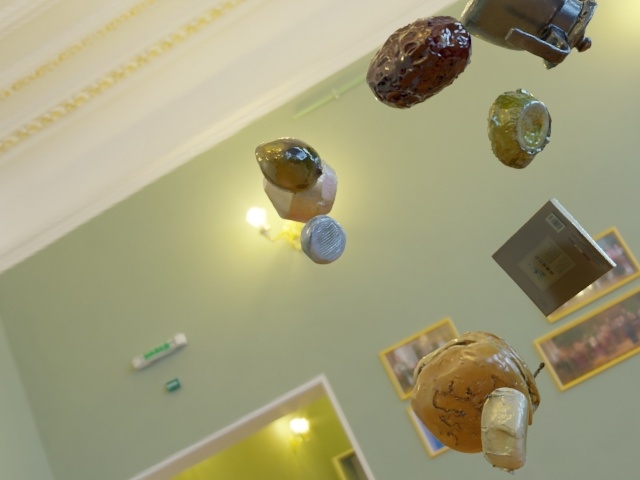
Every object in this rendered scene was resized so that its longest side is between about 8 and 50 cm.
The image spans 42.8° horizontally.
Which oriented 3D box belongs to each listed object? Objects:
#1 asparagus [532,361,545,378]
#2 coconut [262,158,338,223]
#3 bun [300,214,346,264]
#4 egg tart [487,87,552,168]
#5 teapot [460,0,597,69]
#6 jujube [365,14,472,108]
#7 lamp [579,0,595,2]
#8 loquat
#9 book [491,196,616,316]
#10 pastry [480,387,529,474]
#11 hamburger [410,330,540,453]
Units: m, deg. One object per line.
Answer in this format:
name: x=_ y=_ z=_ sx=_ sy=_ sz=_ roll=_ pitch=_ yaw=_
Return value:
asparagus: x=0.566 y=0.343 z=2.126 sx=0.016 sy=0.013 sz=0.166 roll=-49 pitch=-18 yaw=-16
coconut: x=-0.070 y=-0.161 z=2.577 sx=0.236 sy=0.197 sz=0.237 roll=-4 pitch=-42 yaw=-4
bun: x=0.000 y=0.000 z=2.247 sx=0.140 sy=0.141 sz=0.083 roll=-12 pitch=2 yaw=-37
egg tart: x=0.461 y=-0.253 z=1.866 sx=0.197 sy=0.197 sz=0.078 roll=-13 pitch=12 yaw=-36
teapot: x=0.481 y=-0.499 z=1.782 sx=0.223 sy=0.285 sz=0.305 roll=-59 pitch=3 yaw=9
jujube: x=0.288 y=-0.529 z=2.431 sx=0.258 sy=0.259 sz=0.376 roll=-19 pitch=-8 yaw=-23
lamp: x=0.639 y=-0.721 z=2.352 sx=0.313 sy=0.182 sz=0.182 roll=23 pitch=-31 yaw=-4
loquat: x=-0.087 y=-0.210 z=2.233 sx=0.195 sy=0.152 sz=0.152 roll=18 pitch=-27 yaw=-2
book: x=0.568 y=0.049 z=2.022 sx=0.021 sy=0.217 sz=0.310 roll=-35 pitch=-12 yaw=-29
pastry: x=0.367 y=0.376 z=1.619 sx=0.088 sy=0.166 sz=0.166 roll=3 pitch=-10 yaw=19
hamburger: x=0.400 y=0.396 z=2.104 sx=0.304 sy=0.284 sz=0.174 roll=-39 pitch=7 yaw=27
